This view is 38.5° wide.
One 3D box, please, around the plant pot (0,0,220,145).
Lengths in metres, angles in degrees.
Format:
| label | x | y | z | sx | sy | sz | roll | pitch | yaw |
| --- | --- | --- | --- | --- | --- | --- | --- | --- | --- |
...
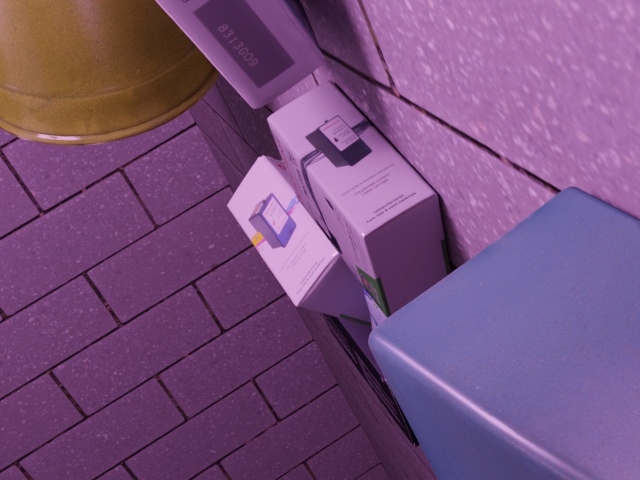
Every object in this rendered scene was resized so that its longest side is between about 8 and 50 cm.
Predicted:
| label | x | y | z | sx | sy | sz | roll | pitch | yaw |
| --- | --- | --- | --- | --- | --- | --- | --- | --- | --- |
| plant pot | -0.326 | -0.377 | 1.202 | 0.366 | 0.366 | 0.353 | 53 | 158 | 36 |

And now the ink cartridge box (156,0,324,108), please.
| label | x | y | z | sx | sy | sz | roll | pitch | yaw |
| --- | --- | --- | --- | --- | --- | --- | --- | --- | --- |
| ink cartridge box | -0.144 | -0.342 | 0.866 | 0.308 | 0.091 | 0.385 | 45 | -161 | -39 |

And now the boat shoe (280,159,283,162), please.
| label | x | y | z | sx | sy | sz | roll | pitch | yaw |
| --- | --- | --- | --- | --- | --- | --- | --- | --- | --- |
| boat shoe | -0.028 | -0.073 | 1.371 | 0.059 | 0.063 | 0.170 | 62 | 173 | 20 |

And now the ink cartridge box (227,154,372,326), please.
| label | x | y | z | sx | sy | sz | roll | pitch | yaw |
| --- | --- | --- | --- | --- | --- | --- | --- | --- | --- |
| ink cartridge box | 0.000 | 0.000 | 1.154 | 0.154 | 0.093 | 0.212 | 19 | -154 | -44 |

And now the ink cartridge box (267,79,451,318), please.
| label | x | y | z | sx | sy | sz | roll | pitch | yaw |
| --- | --- | --- | --- | --- | --- | --- | --- | --- | --- |
| ink cartridge box | 0.040 | -0.045 | 0.964 | 0.208 | 0.087 | 0.153 | 53 | 170 | 38 |

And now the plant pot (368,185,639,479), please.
| label | x | y | z | sx | sy | sz | roll | pitch | yaw |
| --- | --- | --- | --- | --- | --- | --- | --- | --- | --- |
| plant pot | 0.175 | 0.109 | 0.488 | 0.234 | 0.165 | 0.166 | 35 | 156 | 57 |

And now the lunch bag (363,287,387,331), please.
| label | x | y | z | sx | sy | sz | roll | pitch | yaw |
| --- | --- | --- | --- | --- | --- | --- | --- | --- | --- |
| lunch bag | 0.127 | 0.106 | 1.018 | 0.151 | 0.096 | 0.129 | 38 | 161 | 26 |

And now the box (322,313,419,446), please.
| label | x | y | z | sx | sy | sz | roll | pitch | yaw |
| --- | --- | --- | --- | --- | --- | --- | --- | --- | --- |
| box | 0.087 | 0.134 | 1.305 | 0.261 | 0.103 | 0.184 | 52 | 173 | 42 |
